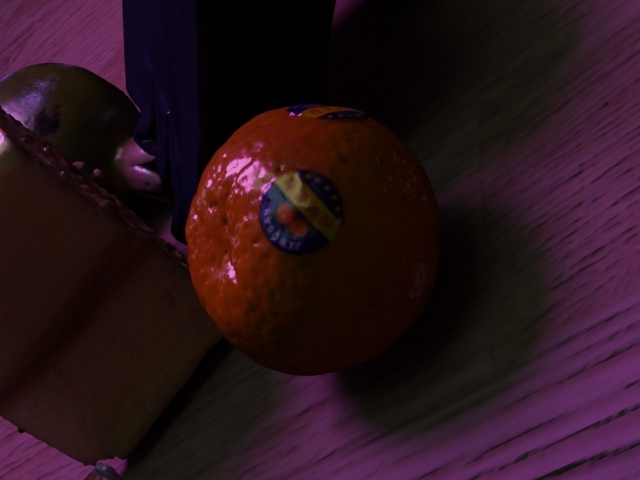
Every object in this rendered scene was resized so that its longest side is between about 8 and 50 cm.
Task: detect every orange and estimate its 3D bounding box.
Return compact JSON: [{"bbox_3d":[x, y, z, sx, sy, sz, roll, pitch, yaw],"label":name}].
[{"bbox_3d":[-0.003,-0.001,0.858,0.178,0.155,0.177,9,103,44],"label":"orange"}]

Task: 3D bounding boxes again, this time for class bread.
[{"bbox_3d":[-0.229,0.019,1.065,0.198,0.263,0.236,-47,33,5],"label":"bread"}]

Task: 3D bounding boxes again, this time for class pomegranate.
[{"bbox_3d":[-0.222,-0.076,1.262,0.225,0.187,0.187,8,63,25],"label":"pomegranate"}]

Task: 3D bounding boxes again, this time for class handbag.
[{"bbox_3d":[-0.082,-0.172,1.049,0.303,0.122,0.329,-119,28,-50],"label":"handbag"}]

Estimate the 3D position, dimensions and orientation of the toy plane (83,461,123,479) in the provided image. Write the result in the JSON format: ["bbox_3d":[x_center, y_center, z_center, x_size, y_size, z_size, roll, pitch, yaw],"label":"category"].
[{"bbox_3d":[-0.198,0.273,0.920,0.252,0.118,0.252,-39,31,29],"label":"toy plane"}]
